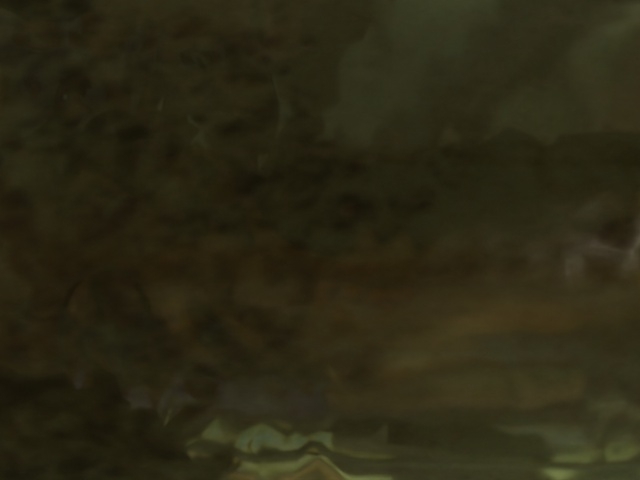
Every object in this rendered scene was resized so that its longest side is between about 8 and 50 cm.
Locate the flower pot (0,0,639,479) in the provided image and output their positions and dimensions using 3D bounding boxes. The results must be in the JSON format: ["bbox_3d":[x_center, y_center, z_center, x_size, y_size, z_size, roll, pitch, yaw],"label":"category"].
[{"bbox_3d":[0.000,0.000,0.519,0.330,0.293,0.293,-2,-124,-10],"label":"flower pot"}]
